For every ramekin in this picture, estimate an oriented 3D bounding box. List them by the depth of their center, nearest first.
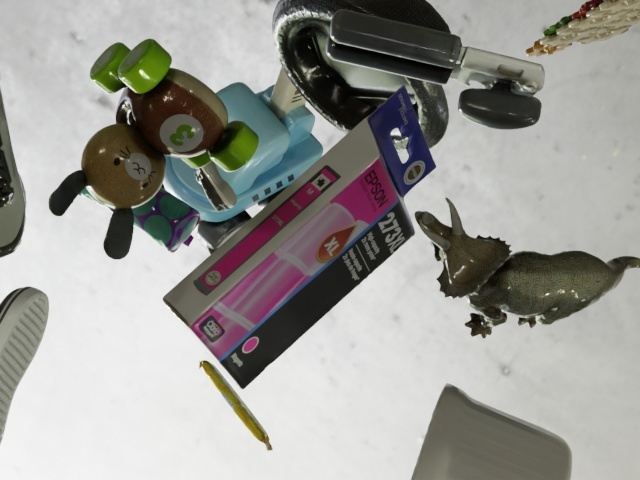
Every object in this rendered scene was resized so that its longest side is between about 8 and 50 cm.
[{"bbox_3d":[0.139,0.287,1.078,0.135,0.277,0.277,18,138,10],"label":"ramekin"}]

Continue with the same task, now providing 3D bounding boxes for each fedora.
[{"bbox_3d":[0.089,-0.288,1.753,0.334,0.152,0.334,35,155,19],"label":"fedora"}]

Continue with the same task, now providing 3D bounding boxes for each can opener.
[{"bbox_3d":[0.144,-0.211,1.439,0.283,0.095,0.076,12,153,-3],"label":"can opener"}]

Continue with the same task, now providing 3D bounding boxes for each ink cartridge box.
[{"bbox_3d":[0.000,0.000,1.333,0.069,0.371,0.176,40,169,34],"label":"ink cartridge box"}]

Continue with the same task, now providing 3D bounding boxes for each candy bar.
[{"bbox_3d":[-0.117,0.228,1.594,0.161,0.018,0.040,49,-179,16],"label":"candy bar"}]

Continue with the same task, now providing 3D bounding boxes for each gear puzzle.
[{"bbox_3d":[0.481,-0.388,1.988,0.339,0.175,0.044,-25,76,60],"label":"gear puzzle"}]

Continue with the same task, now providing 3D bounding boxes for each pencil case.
[{"bbox_3d":[-0.226,-0.046,1.428,0.152,0.064,0.070,32,159,10],"label":"pencil case"}]

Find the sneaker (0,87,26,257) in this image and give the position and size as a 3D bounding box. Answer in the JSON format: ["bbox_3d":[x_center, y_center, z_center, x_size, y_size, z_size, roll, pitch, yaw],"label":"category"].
[{"bbox_3d":[-0.407,-0.106,1.342,0.108,0.100,0.271,-141,42,-67],"label":"sneaker"}]

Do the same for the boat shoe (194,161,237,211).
[{"bbox_3d":[-0.184,-0.103,1.871,0.038,0.046,0.125,-24,111,27],"label":"boat shoe"}]

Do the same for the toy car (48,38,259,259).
[{"bbox_3d":[-0.187,-0.081,1.158,0.155,0.188,0.149,42,163,-29],"label":"toy car"}]

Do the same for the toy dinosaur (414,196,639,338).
[{"bbox_3d":[0.243,0.051,1.279,0.314,0.121,0.160,11,169,-4],"label":"toy dinosaur"}]

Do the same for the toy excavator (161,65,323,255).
[{"bbox_3d":[-0.080,-0.228,2.062,0.222,0.433,0.445,50,152,16],"label":"toy excavator"}]

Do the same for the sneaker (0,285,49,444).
[{"bbox_3d":[-0.512,0.194,1.689,0.127,0.126,0.321,29,105,14],"label":"sneaker"}]
